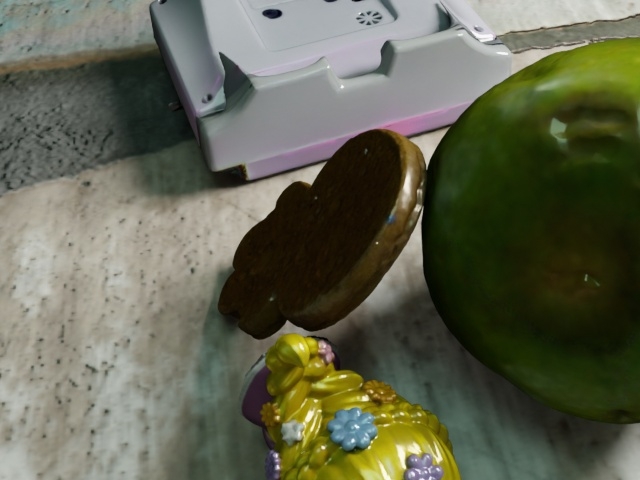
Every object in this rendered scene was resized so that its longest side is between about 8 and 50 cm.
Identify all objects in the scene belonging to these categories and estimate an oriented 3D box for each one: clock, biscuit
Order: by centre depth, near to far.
[{"bbox_3d":[0.000,0.000,0.496,0.026,0.175,0.124,33,58,-24],"label":"biscuit"},{"bbox_3d":[-0.001,-0.155,0.674,0.253,0.083,0.186,-17,48,-12],"label":"clock"}]

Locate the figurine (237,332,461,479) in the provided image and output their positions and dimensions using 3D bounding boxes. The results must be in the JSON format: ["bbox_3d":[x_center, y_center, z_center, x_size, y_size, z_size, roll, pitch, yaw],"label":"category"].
[{"bbox_3d":[0.021,0.110,0.413,0.095,0.115,0.156,-30,54,-9],"label":"figurine"}]

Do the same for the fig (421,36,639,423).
[{"bbox_3d":[0.185,-0.019,0.497,0.206,0.206,0.275,23,25,23],"label":"fig"}]
